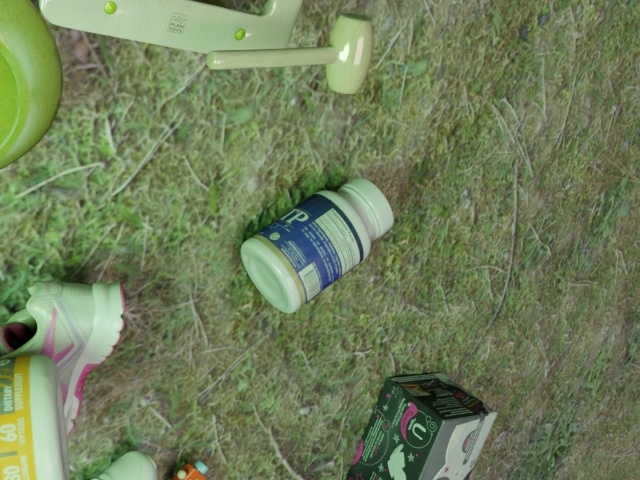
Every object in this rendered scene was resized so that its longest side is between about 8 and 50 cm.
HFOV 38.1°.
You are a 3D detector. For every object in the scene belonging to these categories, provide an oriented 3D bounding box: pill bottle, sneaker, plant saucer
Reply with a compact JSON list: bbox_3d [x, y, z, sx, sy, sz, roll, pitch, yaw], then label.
[{"bbox_3d":[0.000,0.000,1.207,0.187,0.112,0.112,-36,136,-22],"label":"pill bottle"},{"bbox_3d":[-0.307,0.349,1.163,0.232,0.090,0.115,-46,135,-12],"label":"sneaker"},{"bbox_3d":[-0.385,0.204,0.875,0.278,0.162,0.162,-7,123,-14],"label":"pill bottle"},{"bbox_3d":[-0.310,0.136,1.016,0.111,0.103,0.252,21,110,-25],"label":"sneaker"},{"bbox_3d":[-0.337,-0.131,0.760,0.241,0.037,0.241,-6,134,-6],"label":"plant saucer"}]

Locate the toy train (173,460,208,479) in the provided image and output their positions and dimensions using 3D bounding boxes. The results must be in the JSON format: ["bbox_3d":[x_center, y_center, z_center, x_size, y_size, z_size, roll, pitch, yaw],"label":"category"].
[{"bbox_3d":[-0.214,0.387,1.312,0.166,0.046,0.125,-49,138,-13],"label":"toy train"}]

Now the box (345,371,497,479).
[{"bbox_3d":[0.170,0.372,1.597,0.163,0.142,0.247,3,114,-45],"label":"box"}]

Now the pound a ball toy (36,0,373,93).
[{"bbox_3d":[-0.111,-0.246,0.862,0.319,0.208,0.135,0,116,-44],"label":"pound a ball toy"}]
